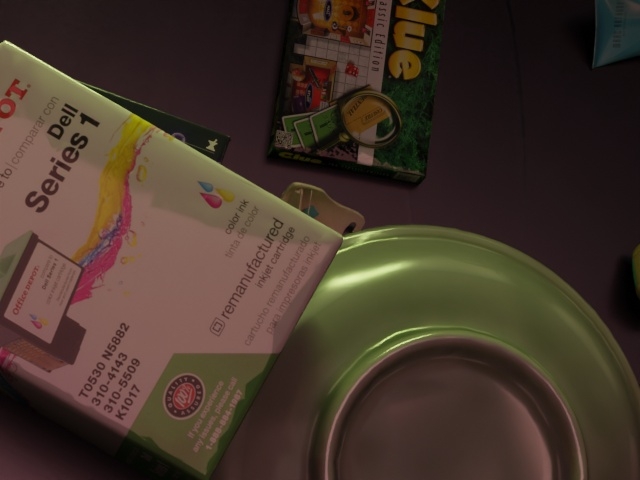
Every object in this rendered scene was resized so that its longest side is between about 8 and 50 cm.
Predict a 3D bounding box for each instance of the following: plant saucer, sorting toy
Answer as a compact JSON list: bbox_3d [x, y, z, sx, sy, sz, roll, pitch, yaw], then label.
[{"bbox_3d":[0.090,0.178,1.212,0.400,0.100,0.400,3,80,-15],"label":"plant saucer"},{"bbox_3d":[0.000,0.000,1.294,0.075,0.045,0.083,10,86,-22],"label":"sorting toy"}]

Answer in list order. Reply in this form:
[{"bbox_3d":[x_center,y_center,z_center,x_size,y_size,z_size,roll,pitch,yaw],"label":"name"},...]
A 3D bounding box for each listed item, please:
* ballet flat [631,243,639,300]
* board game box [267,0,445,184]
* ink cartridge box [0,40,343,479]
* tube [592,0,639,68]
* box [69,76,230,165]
[{"bbox_3d":[0.376,0.018,1.354,0.232,0.080,0.073,-2,46,-15],"label":"ballet flat"},{"bbox_3d":[0.038,-0.184,1.358,0.136,0.030,0.260,10,73,-12],"label":"board game box"},{"bbox_3d":[-0.158,0.022,1.109,0.278,0.117,0.201,30,73,-3],"label":"ink cartridge box"},{"bbox_3d":[0.337,-0.207,1.409,0.207,0.052,0.080,-11,118,-13],"label":"tube"},{"bbox_3d":[-0.225,-0.032,1.224,0.261,0.103,0.184,19,69,-6],"label":"box"}]
